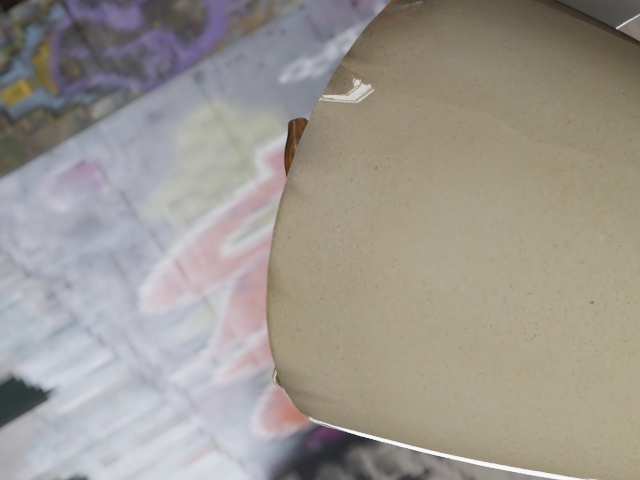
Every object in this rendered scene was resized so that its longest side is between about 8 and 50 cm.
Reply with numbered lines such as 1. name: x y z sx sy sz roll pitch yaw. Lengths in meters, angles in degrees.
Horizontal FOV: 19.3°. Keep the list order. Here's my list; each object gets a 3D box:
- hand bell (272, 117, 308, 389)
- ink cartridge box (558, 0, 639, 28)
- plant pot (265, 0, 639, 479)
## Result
1. hand bell: 0.000 0.000 1.649 0.126 0.126 0.242 61 -164 -65
2. ink cartridge box: 0.113 -0.296 1.217 0.307 0.223 0.129 44 140 -15
3. plant pot: 0.158 0.022 0.931 0.274 0.256 0.256 22 158 30
